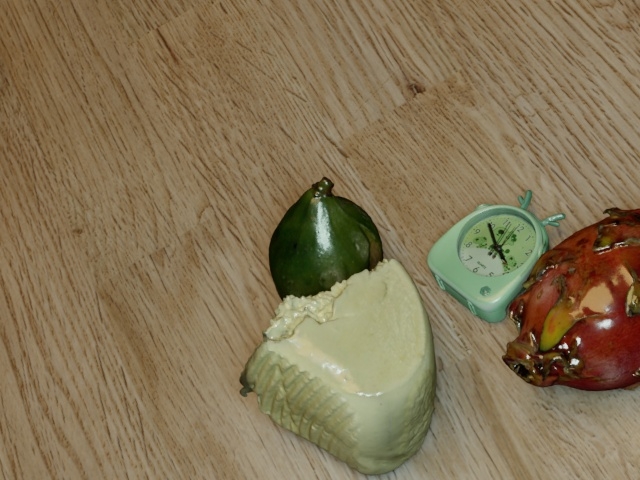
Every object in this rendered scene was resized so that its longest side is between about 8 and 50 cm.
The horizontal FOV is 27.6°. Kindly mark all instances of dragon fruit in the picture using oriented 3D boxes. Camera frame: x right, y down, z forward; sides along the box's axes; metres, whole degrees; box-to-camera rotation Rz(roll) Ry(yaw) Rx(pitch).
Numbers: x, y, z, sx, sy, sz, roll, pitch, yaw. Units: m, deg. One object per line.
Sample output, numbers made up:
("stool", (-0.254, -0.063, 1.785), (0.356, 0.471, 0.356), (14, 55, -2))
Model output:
("dragon fruit", (0.406, 0.094, 1.826), (0.250, 0.250, 0.315), (20, 52, 31))

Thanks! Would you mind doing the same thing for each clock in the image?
("clock", (0.283, 0.015, 2.022), (0.211, 0.066, 0.159), (-41, 53, -8))

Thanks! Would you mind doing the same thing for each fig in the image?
("fig", (0.000, 0.000, 2.039), (0.195, 0.245, 0.195), (-11, 39, 9))

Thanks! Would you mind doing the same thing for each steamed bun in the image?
("steamed bun", (0.063, 0.162, 1.889), (0.273, 0.290, 0.272), (33, 68, 16))
